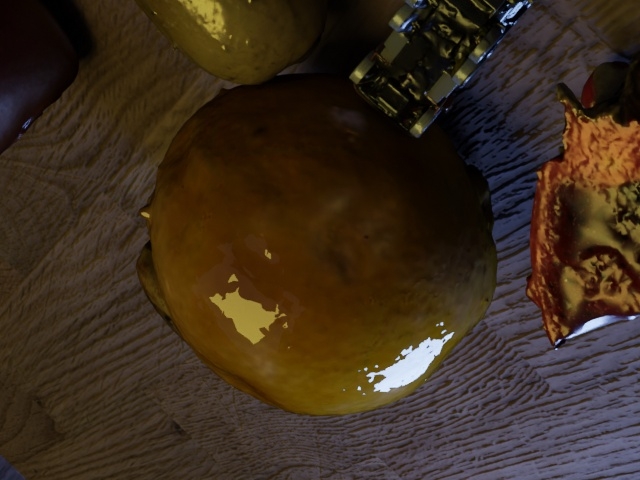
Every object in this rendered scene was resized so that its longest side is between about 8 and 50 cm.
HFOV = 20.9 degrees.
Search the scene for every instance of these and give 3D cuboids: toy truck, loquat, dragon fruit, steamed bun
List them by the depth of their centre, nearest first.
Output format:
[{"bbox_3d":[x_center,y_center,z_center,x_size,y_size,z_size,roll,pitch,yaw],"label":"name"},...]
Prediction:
[{"bbox_3d":[0.267,-0.050,1.353,0.262,0.134,0.211,-19,106,45],"label":"dragon fruit"},{"bbox_3d":[0.103,-0.168,1.425,0.083,0.092,0.192,41,147,1],"label":"toy truck"},{"bbox_3d":[0.000,0.000,1.589,0.328,0.328,0.328,33,154,19],"label":"loquat"},{"bbox_3d":[-0.471,-0.251,1.935,0.379,0.235,0.248,33,160,20],"label":"steamed bun"}]

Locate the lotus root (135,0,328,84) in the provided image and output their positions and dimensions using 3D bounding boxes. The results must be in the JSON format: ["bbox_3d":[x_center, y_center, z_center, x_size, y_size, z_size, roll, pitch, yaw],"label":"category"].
[{"bbox_3d":[-0.128,-0.282,1.496,0.343,0.151,0.169,49,156,-14],"label":"lotus root"}]

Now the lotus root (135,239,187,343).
[{"bbox_3d":[-0.080,0.054,1.939,0.291,0.193,0.193,29,152,26],"label":"lotus root"}]
